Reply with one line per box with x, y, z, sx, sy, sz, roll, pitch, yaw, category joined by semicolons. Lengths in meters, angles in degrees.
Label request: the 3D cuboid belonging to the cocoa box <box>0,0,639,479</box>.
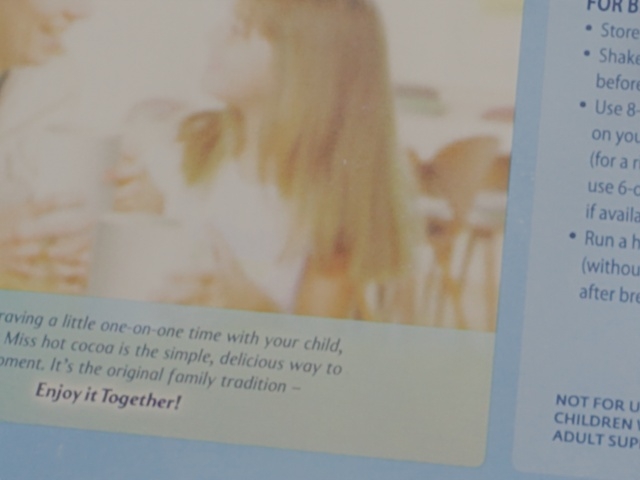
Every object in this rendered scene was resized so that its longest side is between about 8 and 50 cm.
0.000;0.000;0.587;0.347;0.231;0.228;5;172;7;cocoa box
